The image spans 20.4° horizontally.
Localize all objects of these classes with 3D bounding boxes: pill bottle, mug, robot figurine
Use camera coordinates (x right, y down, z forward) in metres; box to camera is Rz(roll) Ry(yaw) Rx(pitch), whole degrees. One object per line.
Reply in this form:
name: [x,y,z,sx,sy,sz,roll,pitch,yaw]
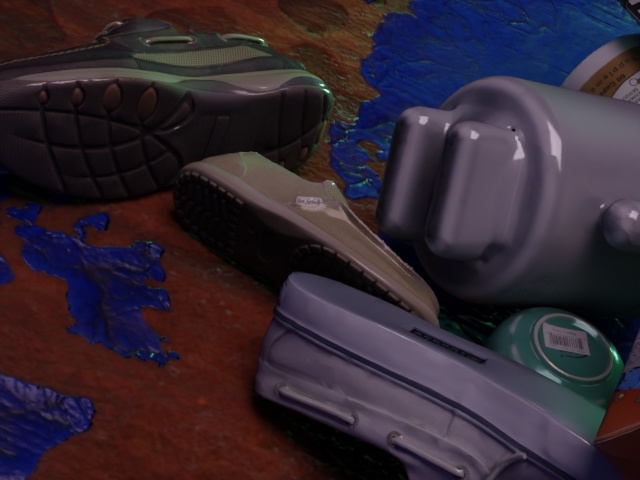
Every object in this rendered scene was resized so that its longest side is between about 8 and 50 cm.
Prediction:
pill bottle: [0.351,-0.088,1.788,0.131,0.131,0.229,-17,57,-38]
mug: [0.188,0.126,1.511,0.129,0.097,0.157,41,43,15]
robot figurine: [0.219,-0.035,1.594,0.353,0.200,0.300,7,13,-35]

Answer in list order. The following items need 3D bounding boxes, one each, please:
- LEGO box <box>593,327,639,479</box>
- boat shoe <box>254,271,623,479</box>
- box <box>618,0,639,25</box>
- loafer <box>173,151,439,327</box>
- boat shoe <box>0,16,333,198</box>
LEGO box: [0.474,0.192,1.376,0.500,0.193,0.372,50,40,-13]
boat shoe: [0.104,0.169,1.396,0.367,0.156,0.136,25,12,15]
box: [0.440,-0.169,1.844,0.257,0.079,0.322,54,15,25]
loafer: [0.000,0.000,1.539,0.268,0.102,0.092,35,48,10]
boat shoe: [-0.158,-0.124,1.582,0.355,0.132,0.130,0,38,-39]
